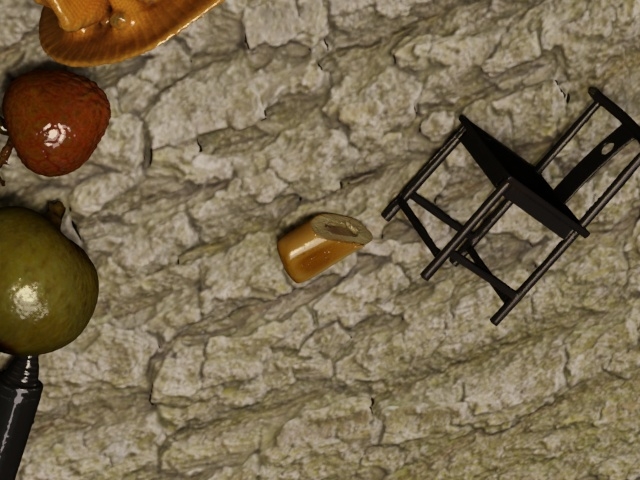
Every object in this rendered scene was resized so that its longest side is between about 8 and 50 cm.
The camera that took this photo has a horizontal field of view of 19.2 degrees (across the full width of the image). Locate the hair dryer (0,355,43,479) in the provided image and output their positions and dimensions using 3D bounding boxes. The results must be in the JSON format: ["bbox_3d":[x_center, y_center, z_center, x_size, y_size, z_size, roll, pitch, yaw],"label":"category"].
[{"bbox_3d":[-0.375,0.253,2.052,0.189,0.107,0.352,10,107,-24],"label":"hair dryer"}]

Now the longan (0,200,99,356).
[{"bbox_3d":[-0.296,0.034,1.918,0.155,0.145,0.176,77,35,-56],"label":"longan"}]

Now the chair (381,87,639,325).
[{"bbox_3d":[0.216,-0.059,2.049,0.141,0.154,0.260,32,106,-34],"label":"chair"}]

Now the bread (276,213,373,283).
[{"bbox_3d":[0.001,-0.001,2.061,0.103,0.049,0.062,-32,134,-2],"label":"bread"}]

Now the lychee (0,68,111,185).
[{"bbox_3d":[-0.270,-0.106,1.858,0.140,0.101,0.114,-40,135,-3],"label":"lychee"}]

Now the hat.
[{"bbox_3d":[-0.199,-0.315,1.672,0.233,0.244,0.233,53,50,-42],"label":"hat"}]
